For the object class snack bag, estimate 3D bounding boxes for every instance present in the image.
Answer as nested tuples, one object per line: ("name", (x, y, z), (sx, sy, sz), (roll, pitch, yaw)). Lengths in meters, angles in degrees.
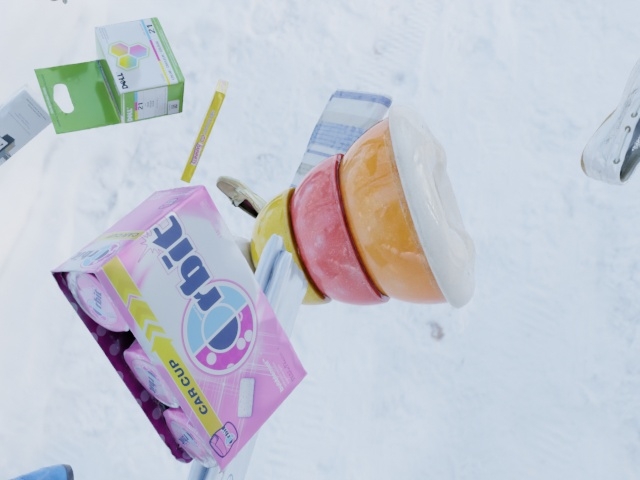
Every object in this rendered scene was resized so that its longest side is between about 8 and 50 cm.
("snack bag", (-0.074, 0.175, 0.854), (0.037, 0.342, 0.323), (17, 81, 5))

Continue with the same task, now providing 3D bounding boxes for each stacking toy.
("stacking toy", (0.000, 0.000, 1.388), (0.480, 0.350, 0.351), (-18, 59, 14))

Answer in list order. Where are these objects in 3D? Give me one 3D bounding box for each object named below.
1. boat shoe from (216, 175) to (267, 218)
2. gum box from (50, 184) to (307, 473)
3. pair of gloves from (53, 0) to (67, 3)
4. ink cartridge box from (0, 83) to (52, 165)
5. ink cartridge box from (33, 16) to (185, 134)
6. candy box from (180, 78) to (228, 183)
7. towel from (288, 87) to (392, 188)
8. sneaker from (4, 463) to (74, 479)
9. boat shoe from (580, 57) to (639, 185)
("boat shoe", (-0.181, -0.096, 1.845), (0.135, 0.050, 0.045), (32, 47, -10))
("gum box", (-0.094, 0.068, 0.598), (0.062, 0.188, 0.107), (-3, 32, 45))
("pair of gloves", (-0.484, -0.564, 1.715), (0.240, 0.204, 0.042), (-22, 85, -41))
("ink cartridge box", (-0.692, -0.232, 1.764), (0.219, 0.092, 0.160), (-41, 24, -3))
("ink cartridge box", (-0.419, -0.326, 1.611), (0.255, 0.097, 0.189), (-15, 62, -22))
("candy box", (-0.239, -0.227, 1.683), (0.027, 0.206, 0.105), (20, 22, -14))
("towel", (0.028, -0.165, 1.594), (0.034, 0.209, 0.285), (26, 88, -31))
("sneaker", (-0.410, 0.347, 1.074), (0.209, 0.082, 0.069), (-30, 54, 29))
("boat shoe", (0.531, -0.206, 1.293), (0.277, 0.098, 0.096), (-61, 34, 8))
